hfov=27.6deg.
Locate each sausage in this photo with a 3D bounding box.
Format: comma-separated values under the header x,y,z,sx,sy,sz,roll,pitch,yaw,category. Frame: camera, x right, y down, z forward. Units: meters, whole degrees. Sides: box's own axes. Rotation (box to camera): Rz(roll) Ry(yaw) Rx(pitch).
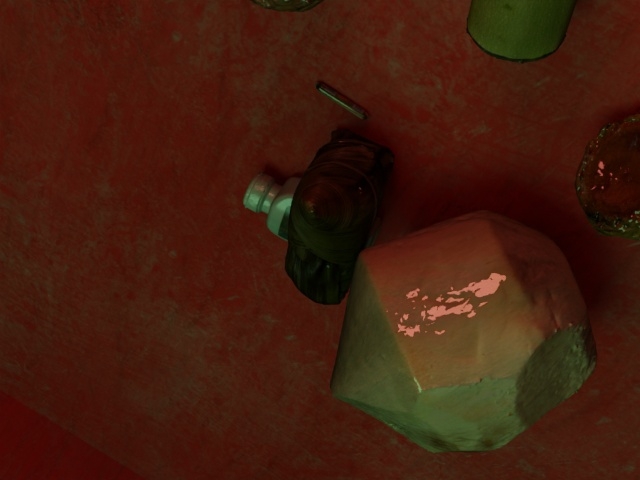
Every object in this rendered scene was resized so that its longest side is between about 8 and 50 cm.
x,y,z,sx,sy,sz,roll,pitch,yaw,category
0.033,-0.214,1.997,0.100,0.015,0.015,32,145,-1,sausage

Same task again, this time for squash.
x,y,z,sx,sy,sz,roll,pitch,yaw,category
0.255,-0.344,1.566,0.132,0.132,0.247,22,145,13,squash

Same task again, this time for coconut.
x,y,z,sx,sy,sz,roll,pitch,yaw,category
0.205,0.156,1.990,0.415,0.344,0.415,-7,128,-9,coconut

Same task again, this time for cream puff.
x,y,z,sx,sy,sz,roll,pitch,yaw,category
0.457,-0.066,1.758,0.183,0.183,0.169,-9,154,43,cream puff

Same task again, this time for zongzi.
x,y,z,sx,sy,sz,roll,pitch,yaw,category
0.000,0.000,1.987,0.134,0.288,0.286,18,117,8,zongzi

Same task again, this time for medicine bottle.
x,y,z,sx,sy,sz,roll,pitch,yaw,category
-0.017,-0.038,2.194,0.229,0.083,0.121,28,143,7,medicine bottle

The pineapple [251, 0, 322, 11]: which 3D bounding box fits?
x,y,z,sx,sy,sz,roll,pitch,yaw,category
-0.035,-0.439,1.676,0.158,0.158,0.279,23,134,12,pineapple
